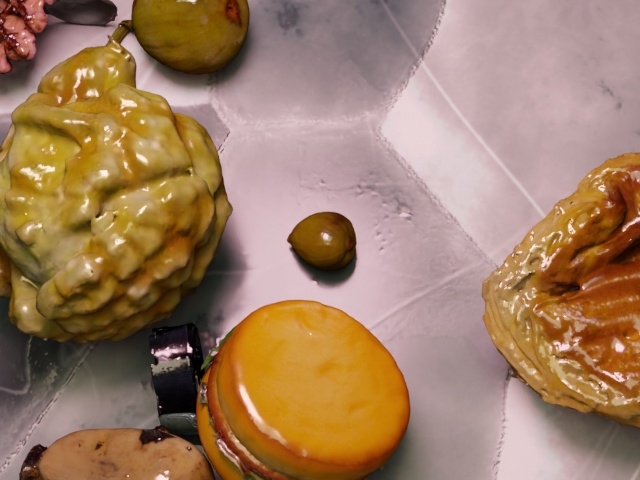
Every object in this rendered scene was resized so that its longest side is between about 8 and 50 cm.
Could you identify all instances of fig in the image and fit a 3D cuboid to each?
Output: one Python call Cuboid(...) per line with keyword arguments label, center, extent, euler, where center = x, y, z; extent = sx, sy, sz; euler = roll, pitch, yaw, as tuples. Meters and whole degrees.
Cuboid(label="fig", center=(-0.177, -0.276, 1.801), extent=(0.142, 0.186, 0.148), euler=(5, 92, -40))
Cuboid(label="fig", center=(0.000, 0.000, 1.723), extent=(0.088, 0.074, 0.074), euler=(7, 71, 33))

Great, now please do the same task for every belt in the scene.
Cuboid(label="belt", center=(-0.160, 0.162, 1.650), extent=(0.058, 0.105, 0.140), euler=(-5, 116, 2))

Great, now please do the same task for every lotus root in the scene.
Cuboid(label="lotus root", center=(-0.210, 0.283, 1.604), extent=(0.257, 0.140, 0.154), euler=(15, 96, 15))

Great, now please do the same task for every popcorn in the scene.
Cuboid(label="popcorn", center=(-0.246, -0.043, 1.637), extent=(0.279, 0.274, 0.335), euler=(39, 104, 53))

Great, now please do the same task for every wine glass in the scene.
Cuboid(label="wine glass", center=(-0.302, -0.393, 1.846), extent=(0.103, 0.103, 0.222), euler=(2, 72, 3))

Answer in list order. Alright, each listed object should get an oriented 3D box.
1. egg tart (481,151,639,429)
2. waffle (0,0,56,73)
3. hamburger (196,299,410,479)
Cuboid(label="egg tart", center=(0.385, 0.073, 1.636), extent=(0.339, 0.153, 0.351), euler=(36, 77, 12))
Cuboid(label="waffle", center=(-0.422, -0.299, 1.804), extent=(0.234, 0.055, 0.221), euler=(-9, 65, 30))
Cuboid(label="hamburger", center=(-0.028, 0.194, 1.602), extent=(0.246, 0.170, 0.246), euler=(17, 45, -18))
